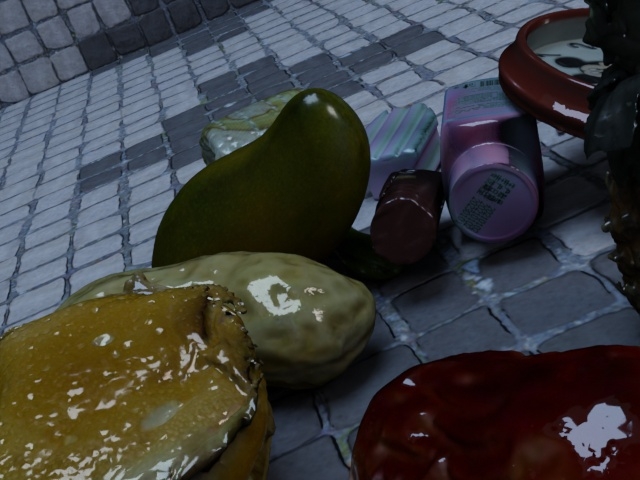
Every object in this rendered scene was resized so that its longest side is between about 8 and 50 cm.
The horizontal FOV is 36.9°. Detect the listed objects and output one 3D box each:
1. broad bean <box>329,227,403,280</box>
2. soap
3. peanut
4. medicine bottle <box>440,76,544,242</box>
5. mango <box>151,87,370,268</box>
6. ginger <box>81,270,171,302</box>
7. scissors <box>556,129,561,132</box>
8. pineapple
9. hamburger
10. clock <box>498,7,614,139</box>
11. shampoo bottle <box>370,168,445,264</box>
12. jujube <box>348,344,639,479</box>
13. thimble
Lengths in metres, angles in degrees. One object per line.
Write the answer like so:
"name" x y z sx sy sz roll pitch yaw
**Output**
"broad bean" 0.000 0.000 1.003 0.052 0.053 0.256 -39 28 -22
"soap" 0.094 -0.109 1.146 0.100 0.056 0.149 -8 28 26
"peanut" -0.101 0.083 0.828 0.305 0.147 0.147 -14 25 8
"medicine bottle" 0.166 -0.074 0.926 0.094 0.119 0.188 -6 26 13
"mango" -0.052 -0.023 0.917 0.289 0.146 0.129 -33 2 35
"ginger" -0.162 0.065 0.754 0.137 0.044 0.057 -16 42 2
"scissors" 0.293 -0.154 1.122 0.039 0.012 0.113 -13 25 20
"pineapple" 0.235 -0.069 0.622 0.141 0.310 0.170 0 32 45
"hamburger" -0.138 0.147 0.648 0.244 0.163 0.244 -10 34 7
"clock" 0.324 -0.139 0.900 0.318 0.080 0.318 3 31 -2
"shampoo bottle" 0.091 -0.035 0.948 0.068 0.067 0.236 19 15 3
"jujube" 0.118 0.127 0.507 0.155 0.155 0.230 -37 23 -30
"thimble" -0.056 -0.098 1.142 0.143 0.138 0.190 -24 11 -9
